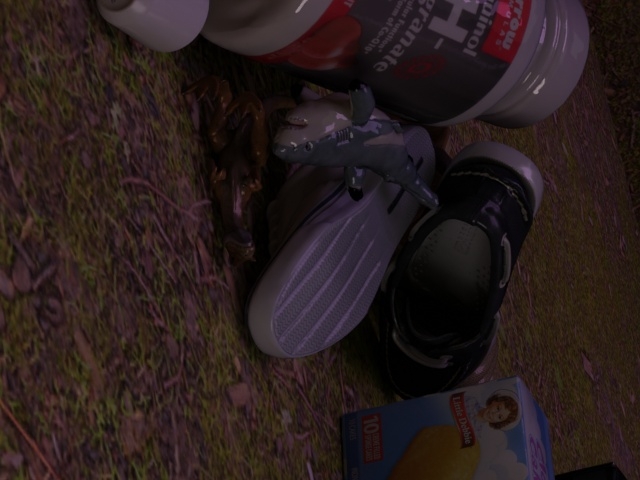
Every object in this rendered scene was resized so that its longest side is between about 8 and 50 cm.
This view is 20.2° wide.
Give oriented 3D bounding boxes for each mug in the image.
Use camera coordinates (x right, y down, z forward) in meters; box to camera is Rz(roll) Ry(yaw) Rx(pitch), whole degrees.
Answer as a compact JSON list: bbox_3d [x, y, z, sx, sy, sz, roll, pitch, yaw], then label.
[{"bbox_3d":[-0.122,-0.162,1.183,0.064,0.078,0.062,11,98,-62],"label":"mug"}]

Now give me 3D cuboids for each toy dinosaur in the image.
[{"bbox_3d":[-0.056,-0.073,1.318,0.211,0.064,0.112,-73,159,-43],"label":"toy dinosaur"}]

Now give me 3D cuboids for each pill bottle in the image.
[{"bbox_3d":[0.061,-0.189,1.387,0.318,0.176,0.176,17,57,-43],"label":"pill bottle"}]

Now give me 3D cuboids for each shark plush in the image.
[{"bbox_3d":[0.025,-0.062,1.327,0.161,0.073,0.067,36,65,-51],"label":"shark plush"}]

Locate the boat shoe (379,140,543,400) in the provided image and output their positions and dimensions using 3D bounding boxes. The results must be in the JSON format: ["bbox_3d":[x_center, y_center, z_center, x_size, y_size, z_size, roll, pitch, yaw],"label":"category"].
[{"bbox_3d":[0.097,0.048,1.486,0.303,0.114,0.091,101,16,-46],"label":"boat shoe"}]

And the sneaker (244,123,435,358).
[{"bbox_3d":[0.000,0.000,1.372,0.258,0.091,0.094,-51,132,-45],"label":"sneaker"}]

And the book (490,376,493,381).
[{"bbox_3d":[0.163,0.210,1.815,0.096,0.035,0.144,-30,105,-69],"label":"book"}]

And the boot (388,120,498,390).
[{"bbox_3d":[0.103,0.006,1.686,0.262,0.095,0.203,-106,180,-57],"label":"boot"}]

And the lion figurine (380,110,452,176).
[{"bbox_3d":[0.042,-0.256,1.583,0.240,0.142,0.392,33,42,-34],"label":"lion figurine"}]

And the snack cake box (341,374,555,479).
[{"bbox_3d":[0.106,0.248,1.376,0.089,0.152,0.264,55,26,-49],"label":"snack cake box"}]

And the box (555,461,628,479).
[{"bbox_3d":[0.199,0.319,1.575,0.051,0.175,0.220,49,31,-50],"label":"box"}]
